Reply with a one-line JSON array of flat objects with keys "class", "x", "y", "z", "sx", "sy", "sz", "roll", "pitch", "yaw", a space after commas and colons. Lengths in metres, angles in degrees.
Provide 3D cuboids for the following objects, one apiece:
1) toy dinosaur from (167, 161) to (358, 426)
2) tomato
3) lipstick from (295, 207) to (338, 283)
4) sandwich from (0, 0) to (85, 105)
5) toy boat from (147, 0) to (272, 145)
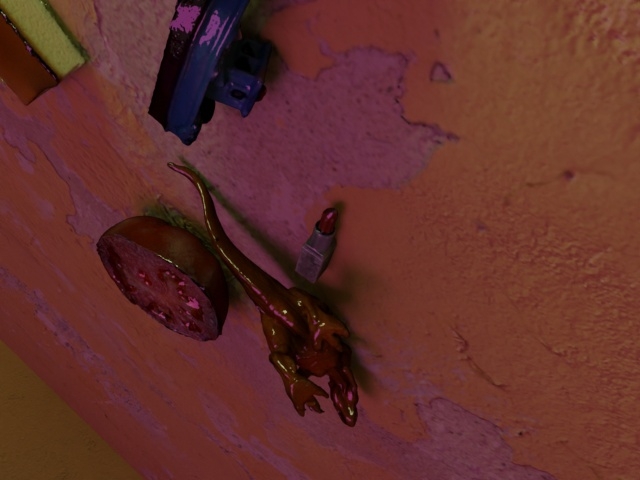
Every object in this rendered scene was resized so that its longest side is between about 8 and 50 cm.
[{"class": "toy dinosaur", "x": -0.036, "y": 0.090, "z": 0.808, "sx": 0.432, "sy": 0.097, "sz": 0.208, "roll": 60, "pitch": 177, "yaw": -20}, {"class": "tomato", "x": -0.212, "y": 0.049, "z": 0.975, "sx": 0.224, "sy": 0.085, "sz": 0.225, "roll": 24, "pitch": 143, "yaw": 20}, {"class": "lipstick", "x": 0.001, "y": 0.000, "z": 0.743, "sx": 0.030, "sy": 0.030, "sz": 0.129, "roll": 35, "pitch": 147, "yaw": 10}, {"class": "sandwich", "x": -0.387, "y": -0.264, "z": 0.810, "sx": 0.162, "sy": 0.058, "sz": 0.193, "roll": -6, "pitch": 124, "yaw": 50}, {"class": "toy boat", "x": -0.089, "y": -0.157, "z": 0.595, "sx": 0.097, "sy": 0.100, "sz": 0.223, "roll": 19, "pitch": 152, "yaw": -15}]
